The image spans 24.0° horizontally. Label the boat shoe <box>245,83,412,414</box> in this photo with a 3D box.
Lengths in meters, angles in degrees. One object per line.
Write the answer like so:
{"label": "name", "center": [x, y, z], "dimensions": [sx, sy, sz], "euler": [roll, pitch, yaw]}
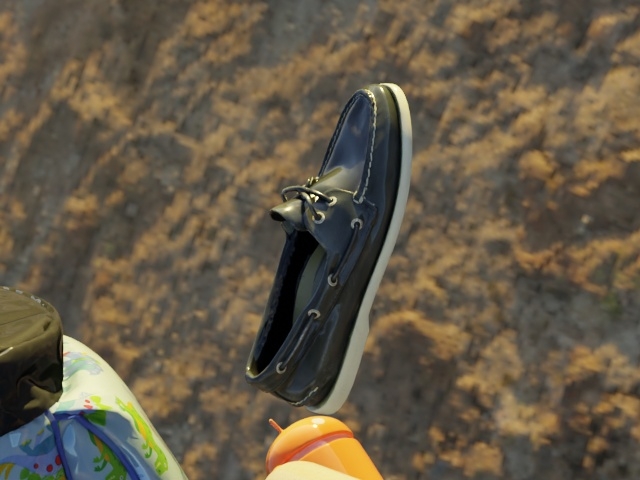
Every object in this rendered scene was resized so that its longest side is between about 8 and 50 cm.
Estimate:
{"label": "boat shoe", "center": [-0.002, 0.000, 1.503], "dimensions": [0.127, 0.113, 0.340], "euler": [27, 103, 64]}

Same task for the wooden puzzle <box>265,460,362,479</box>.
{"label": "wooden puzzle", "center": [-0.005, 0.363, 1.215], "dimensions": [0.322, 0.080, 0.348], "euler": [9, 61, 53]}

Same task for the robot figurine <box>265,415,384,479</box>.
{"label": "robot figurine", "center": [0.012, 0.312, 1.880], "dimensions": [0.219, 0.158, 0.128], "euler": [55, 155, 27]}

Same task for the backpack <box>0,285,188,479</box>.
{"label": "backpack", "center": [-0.184, 0.214, 1.023], "dimensions": [0.290, 0.273, 0.356], "euler": [-162, 61, -70]}
